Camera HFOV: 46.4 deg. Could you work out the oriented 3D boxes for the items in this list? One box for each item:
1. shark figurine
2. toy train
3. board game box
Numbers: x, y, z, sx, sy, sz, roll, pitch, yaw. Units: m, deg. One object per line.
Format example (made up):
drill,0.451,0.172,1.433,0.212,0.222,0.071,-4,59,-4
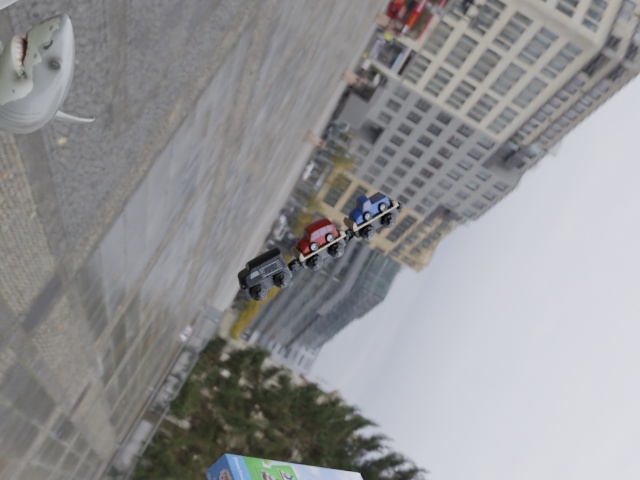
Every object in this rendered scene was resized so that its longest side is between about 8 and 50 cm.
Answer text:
shark figurine,-0.248,-0.137,0.626,0.278,0.116,0.166,43,-64,45
toy train,0.000,0.000,0.638,0.158,0.036,0.027,-29,-158,-10
board game box,-0.005,0.303,0.758,0.039,0.211,0.160,-47,-134,18
